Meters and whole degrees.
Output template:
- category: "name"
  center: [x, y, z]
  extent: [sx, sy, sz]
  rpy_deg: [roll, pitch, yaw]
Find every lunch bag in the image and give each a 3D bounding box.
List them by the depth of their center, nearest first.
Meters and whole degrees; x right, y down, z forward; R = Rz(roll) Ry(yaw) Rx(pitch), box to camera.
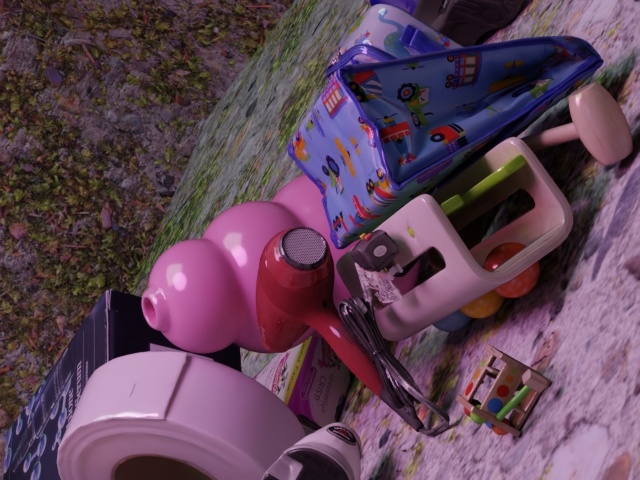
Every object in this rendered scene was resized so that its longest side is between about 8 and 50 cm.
- category: "lunch bag"
  center: [0.141, -0.129, 1.672]
  extent: [0.293, 0.138, 0.221]
  rpy_deg: [-23, -9, -20]
- category: "lunch bag"
  center: [0.122, -0.186, 1.905]
  extent: [0.090, 0.219, 0.176]
  rpy_deg: [-65, 13, -16]

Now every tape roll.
- category: "tape roll"
  center: [-0.160, 0.256, 1.885]
  extent: [0.286, 0.286, 0.100]
  rpy_deg: [-48, 17, 47]

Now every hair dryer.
- category: "hair dryer"
  center: [0.006, 0.093, 1.643]
  extent: [0.080, 0.224, 0.293]
  rpy_deg: [-21, 12, -26]

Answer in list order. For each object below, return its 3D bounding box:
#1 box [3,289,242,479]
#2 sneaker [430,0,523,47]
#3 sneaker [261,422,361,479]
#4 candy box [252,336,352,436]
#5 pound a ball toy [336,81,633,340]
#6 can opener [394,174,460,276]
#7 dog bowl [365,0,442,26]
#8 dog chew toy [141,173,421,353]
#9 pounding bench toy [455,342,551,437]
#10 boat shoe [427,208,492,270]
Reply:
- category: "box"
  center: [-0.284, 0.313, 2.267]
  extent: [0.395, 0.212, 0.294]
  rpy_deg: [-52, 33, 39]
- category: "sneaker"
  center: [0.219, -0.342, 2.183]
  extent: [0.227, 0.087, 0.130]
  rpy_deg: [137, 153, -70]
- category: "sneaker"
  center: [-0.043, 0.332, 1.692]
  extent: [0.331, 0.122, 0.146]
  rpy_deg: [-57, -6, 20]
- category: "candy box"
  center: [-0.045, 0.213, 2.024]
  extent: [0.233, 0.071, 0.159]
  rpy_deg: [-46, 18, 48]
- category: "pound a ball toy"
  center: [0.172, -0.010, 1.587]
  extent: [0.208, 0.136, 0.319]
  rpy_deg: [-33, -3, -23]
- category: "can opener"
  center: [0.119, -0.020, 1.833]
  extent: [0.059, 0.073, 0.186]
  rpy_deg: [90, -158, -43]
- category: "dog bowl"
  center: [0.171, -0.427, 2.302]
  extent: [0.265, 0.104, 0.265]
  rpy_deg: [-48, -12, -14]
- category: "dog chew toy"
  center: [-0.050, 0.036, 1.860]
  extent: [0.206, 0.331, 0.207]
  rpy_deg: [38, 136, 49]
- category: "pounding bench toy"
  center: [0.161, 0.136, 1.400]
  extent: [0.065, 0.052, 0.083]
  rpy_deg: [-61, 12, 1]
- category: "boat shoe"
  center: [0.163, -0.027, 1.794]
  extent: [0.135, 0.050, 0.045]
  rpy_deg: [-56, 2, 3]
